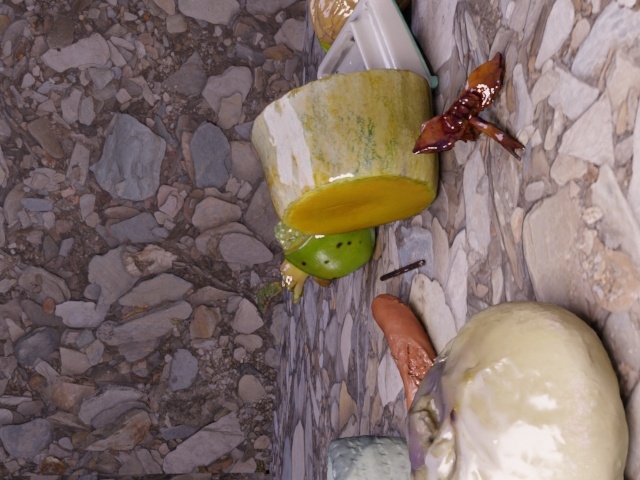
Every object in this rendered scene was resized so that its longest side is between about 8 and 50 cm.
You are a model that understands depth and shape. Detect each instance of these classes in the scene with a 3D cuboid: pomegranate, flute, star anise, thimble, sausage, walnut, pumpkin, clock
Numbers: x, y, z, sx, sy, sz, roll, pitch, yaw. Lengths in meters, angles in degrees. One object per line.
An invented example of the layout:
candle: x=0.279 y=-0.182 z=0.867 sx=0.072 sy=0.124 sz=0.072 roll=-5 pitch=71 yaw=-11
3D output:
pomegranate: x=0.000 y=0.000 z=1.375 sx=0.340 sy=0.261 sz=0.260 roll=-60 pitch=19 yaw=19
flute: x=0.163 y=0.063 z=1.145 sx=0.269 sy=0.014 sz=0.014 roll=136 pitch=137 yaw=-75
star anise: x=0.227 y=-0.153 z=0.765 sx=0.140 sy=0.144 sz=0.158 roll=-34 pitch=-23 yaw=-41
thimble: x=0.097 y=0.462 z=0.963 sx=0.250 sy=0.172 sz=0.204 roll=-94 pitch=7 yaw=-49
sausage: x=0.154 y=0.195 z=0.964 sx=0.326 sy=0.079 sz=0.087 roll=-106 pitch=33 yaw=-60
walnut: x=0.085 y=-0.526 z=1.214 sx=0.245 sy=0.198 sz=0.198 roll=-42 pitch=23 yaw=11
pumpkin: x=0.062 y=-0.132 z=0.987 sx=0.332 sy=0.333 sz=0.199 roll=117 pitch=139 yaw=-67
clock: x=0.084 y=-0.323 z=1.110 sx=0.262 sy=0.116 sz=0.231 roll=-40 pitch=70 yaw=60

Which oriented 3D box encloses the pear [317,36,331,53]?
pear: x=0.077 y=-0.566 z=1.499 sx=0.288 sy=0.139 sz=0.239 roll=109 pitch=147 yaw=-45

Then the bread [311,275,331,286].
bread: x=0.016 y=0.042 z=1.812 sx=0.134 sy=0.081 sz=0.225 roll=-106 pitch=23 yaw=-49

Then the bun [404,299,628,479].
bun: x=0.181 y=0.193 z=0.565 sx=0.273 sy=0.169 sz=0.272 roll=-169 pitch=90 yaw=-81
